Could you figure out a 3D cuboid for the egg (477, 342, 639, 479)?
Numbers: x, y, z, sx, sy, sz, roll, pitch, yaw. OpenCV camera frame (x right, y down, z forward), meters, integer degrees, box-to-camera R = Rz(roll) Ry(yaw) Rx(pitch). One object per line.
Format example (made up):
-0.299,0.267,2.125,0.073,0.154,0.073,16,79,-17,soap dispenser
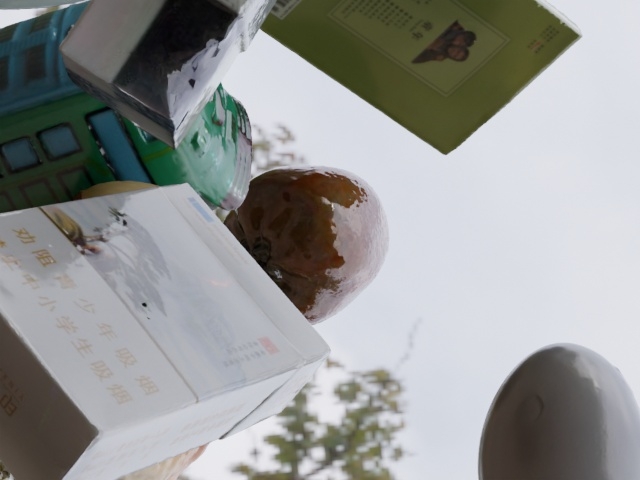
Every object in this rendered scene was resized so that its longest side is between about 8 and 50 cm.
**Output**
0.248,0.219,1.638,0.176,0.176,0.232,0,-90,48,egg

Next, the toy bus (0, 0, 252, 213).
-0.255,-0.099,1.480,0.343,0.199,0.184,-17,-139,11,toy bus

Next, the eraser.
-0.028,-0.259,1.098,0.404,0.096,0.098,-59,178,-10,eraser

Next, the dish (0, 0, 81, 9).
-0.168,-0.272,0.891,0.120,0.303,0.303,84,-13,-68,dish

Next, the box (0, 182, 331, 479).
-0.112,0.048,0.903,0.149,0.233,0.067,50,-62,15,box

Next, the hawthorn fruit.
0.000,0.000,1.914,0.199,0.251,0.199,11,-74,41,hawthorn fruit

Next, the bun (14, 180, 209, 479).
-0.152,0.104,1.340,0.299,0.164,0.299,-167,-90,-81,bun

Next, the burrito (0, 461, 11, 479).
-0.310,0.146,1.040,0.275,0.082,0.059,6,-96,30,burrito

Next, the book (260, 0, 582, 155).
0.097,-0.258,1.850,0.239,0.352,0.035,-42,-149,28,book
